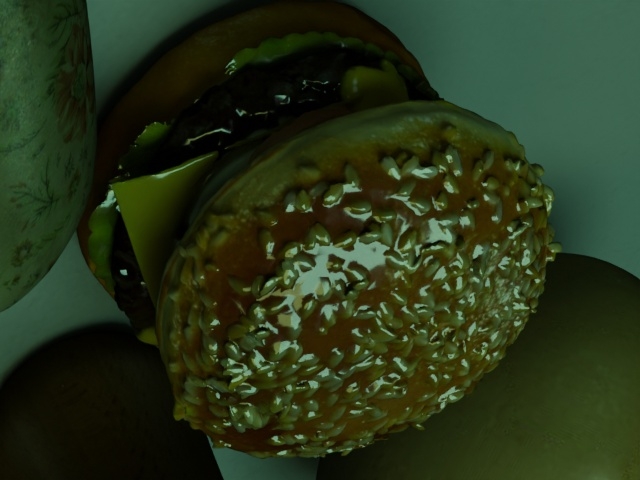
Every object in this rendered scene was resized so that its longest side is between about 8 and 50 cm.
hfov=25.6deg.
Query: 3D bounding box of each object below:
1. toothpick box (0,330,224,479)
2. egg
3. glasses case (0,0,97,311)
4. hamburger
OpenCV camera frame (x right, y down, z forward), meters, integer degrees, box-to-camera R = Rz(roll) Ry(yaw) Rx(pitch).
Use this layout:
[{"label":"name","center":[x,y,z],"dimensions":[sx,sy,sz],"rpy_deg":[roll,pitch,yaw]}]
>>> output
[{"label":"toothpick box","center":[-0.110,0.206,0.951],"dimensions":[0.192,0.294,0.192],"rpy_deg":[-22,138,-21]},{"label":"egg","center":[0.158,0.189,1.143],"dimensions":[0.301,0.301,0.374],"rpy_deg":[16,114,-46]},{"label":"glasses case","center":[-0.179,-0.138,0.682],"dimensions":[0.425,0.098,0.156],"rpy_deg":[91,17,-44]},{"label":"hamburger","center":[0.000,0.000,0.897],"dimensions":[0.291,0.225,0.291],"rpy_deg":[-19,138,-19]}]
